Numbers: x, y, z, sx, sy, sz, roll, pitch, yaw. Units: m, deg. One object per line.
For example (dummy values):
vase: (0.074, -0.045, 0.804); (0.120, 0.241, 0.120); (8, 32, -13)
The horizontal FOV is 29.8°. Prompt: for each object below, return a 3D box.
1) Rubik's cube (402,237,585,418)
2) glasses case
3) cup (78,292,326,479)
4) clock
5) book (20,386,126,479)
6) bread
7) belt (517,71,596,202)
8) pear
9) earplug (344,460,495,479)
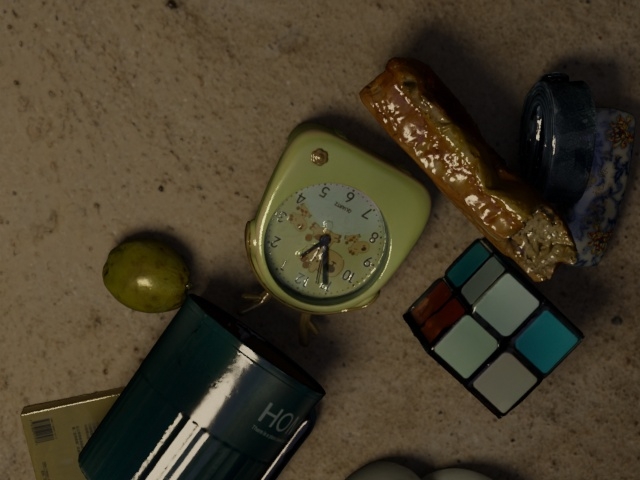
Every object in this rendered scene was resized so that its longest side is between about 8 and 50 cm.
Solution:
Rubik's cube: (0.254, 0.127, 1.792); (0.167, 0.183, 0.180); (43, 94, -17)
glasses case: (0.416, -0.080, 1.821); (0.087, 0.065, 0.247); (7, 102, -13)
cup: (-0.170, 0.266, 1.744); (0.242, 0.308, 0.292); (36, 89, 11)
clock: (0.000, 0.000, 1.765); (0.235, 0.096, 0.308); (28, 99, -16)
book: (-0.326, 0.306, 1.833); (0.231, 0.026, 0.161); (-10, 106, -6)
bread: (0.214, -0.098, 1.676); (0.109, 0.185, 0.380); (-43, 87, 4)
belt: (0.341, -0.146, 1.751); (0.082, 0.141, 0.190); (-2, 116, -11)
pear: (-0.249, 0.051, 1.739); (0.131, 0.107, 0.107); (11, 103, -9)
earplug: (0.163, 0.455, 1.868); (0.326, 0.175, 0.214); (14, 104, -12)
